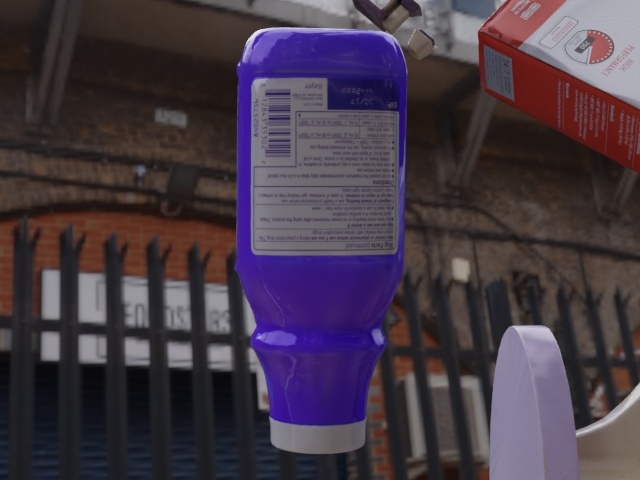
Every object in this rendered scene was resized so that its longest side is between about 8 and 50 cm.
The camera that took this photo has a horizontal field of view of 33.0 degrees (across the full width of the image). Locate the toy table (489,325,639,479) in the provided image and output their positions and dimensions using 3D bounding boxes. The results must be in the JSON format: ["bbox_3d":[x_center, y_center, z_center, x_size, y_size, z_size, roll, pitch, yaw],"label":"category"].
[{"bbox_3d":[0.227,0.206,0.832,0.160,0.274,0.252,1,5,-4],"label":"toy table"}]

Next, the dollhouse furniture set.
[{"bbox_3d":[0.080,-0.235,0.957,0.081,0.091,0.114,-45,-20,-3],"label":"dollhouse furniture set"}]

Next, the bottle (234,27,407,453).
[{"bbox_3d":[0.000,0.000,0.740,0.118,0.283,0.092,0,3,-5],"label":"bottle"}]

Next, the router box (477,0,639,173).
[{"bbox_3d":[0.355,-0.196,0.924,0.301,0.335,0.082,33,-22,28],"label":"router box"}]
